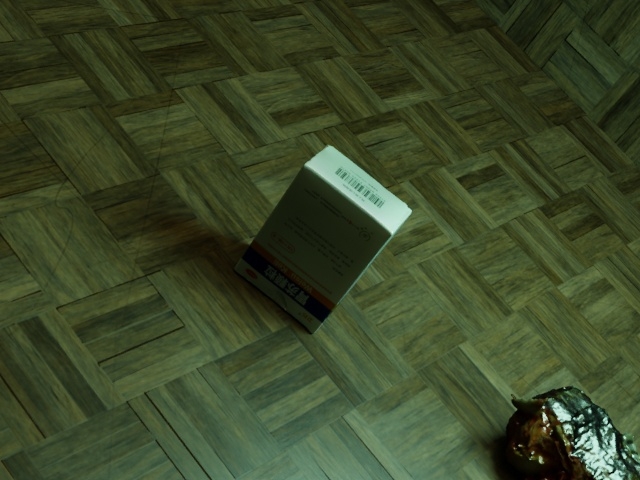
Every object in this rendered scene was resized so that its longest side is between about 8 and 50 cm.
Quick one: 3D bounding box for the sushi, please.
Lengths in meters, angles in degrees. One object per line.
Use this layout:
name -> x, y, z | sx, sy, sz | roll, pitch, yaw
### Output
sushi -> 0.479, 0.416, 2.069 | 0.343, 0.196, 0.182 | 52, 32, 19

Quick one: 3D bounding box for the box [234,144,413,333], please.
box -> 0.000, 0.000, 2.043 | 0.200, 0.299, 0.106 | 39, 36, 3
